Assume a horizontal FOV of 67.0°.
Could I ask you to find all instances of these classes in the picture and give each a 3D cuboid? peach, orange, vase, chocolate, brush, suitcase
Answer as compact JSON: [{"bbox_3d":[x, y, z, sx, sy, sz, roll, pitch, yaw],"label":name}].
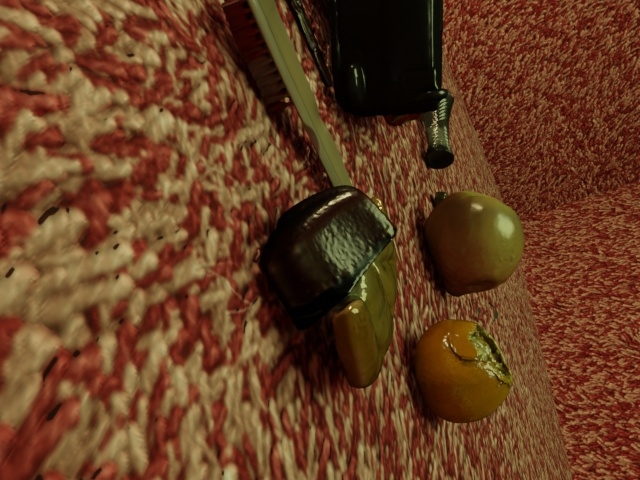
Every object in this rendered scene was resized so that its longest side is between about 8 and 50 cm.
[{"bbox_3d":[0.313,0.012,1.018,0.232,0.232,0.232,44,36,-45],"label":"peach"},{"bbox_3d":[0.213,0.194,0.724,0.154,0.134,0.155,-13,90,-71],"label":"orange"},{"bbox_3d":[0.323,-0.309,1.346,0.115,0.115,0.237,44,40,-44],"label":"vase"},{"bbox_3d":[0.000,0.000,0.456,0.080,0.125,0.149,47,35,-12],"label":"chocolate"},{"bbox_3d":[-0.025,-0.146,0.583,0.060,0.050,0.321,-85,154,-46],"label":"brush"},{"bbox_3d":[0.131,-0.390,0.820,0.339,0.188,0.345,-45,131,-65],"label":"suitcase"}]

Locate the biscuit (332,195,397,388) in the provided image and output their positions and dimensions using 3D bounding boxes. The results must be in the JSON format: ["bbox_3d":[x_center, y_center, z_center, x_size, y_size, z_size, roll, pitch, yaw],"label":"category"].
[{"bbox_3d":[0.059,0.064,0.554,0.299,0.045,0.154,-67,150,-61],"label":"biscuit"}]

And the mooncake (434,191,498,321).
[{"bbox_3d":[0.363,0.043,1.244,0.347,0.057,0.150,56,41,-18],"label":"mooncake"}]

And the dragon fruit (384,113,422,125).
[{"bbox_3d":[0.222,-0.402,1.135,0.205,0.152,0.317,29,48,-58],"label":"dragon fruit"}]

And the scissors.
[{"bbox_3d":[-0.045,-0.383,0.723,0.318,0.024,0.160,65,25,-19],"label":"scissors"}]
